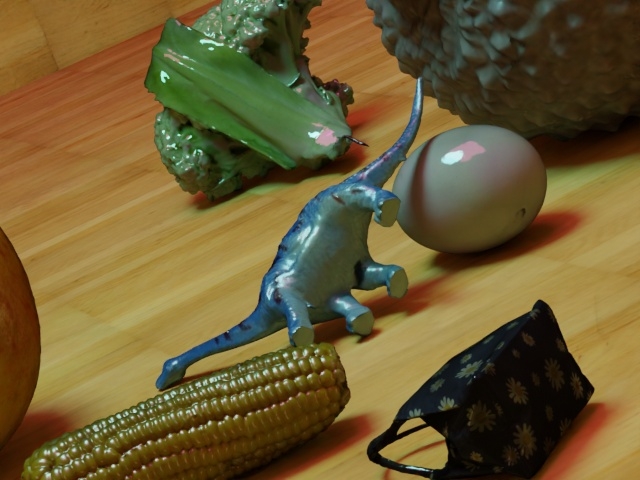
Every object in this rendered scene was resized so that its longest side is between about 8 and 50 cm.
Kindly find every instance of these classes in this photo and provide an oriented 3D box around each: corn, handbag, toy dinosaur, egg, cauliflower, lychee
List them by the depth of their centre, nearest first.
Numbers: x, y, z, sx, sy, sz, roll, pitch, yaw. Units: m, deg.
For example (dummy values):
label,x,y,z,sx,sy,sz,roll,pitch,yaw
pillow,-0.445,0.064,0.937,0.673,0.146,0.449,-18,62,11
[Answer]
label,x,y,z,sx,sy,sz,roll,pitch,yaw
handbag,0.085,0.108,1.196,0.139,0.072,0.115,-27,10,38
corn,-0.086,0.135,1.308,0.231,0.080,0.080,-21,14,-6
toy dinosaur,0.007,0.020,1.528,0.329,0.076,0.144,-50,37,0
egg,0.119,-0.041,1.586,0.135,0.103,0.103,-16,15,34
lychee,0.226,-0.277,1.790,0.432,0.380,0.380,-15,10,-26
cauliflower,-0.052,-0.146,2.125,0.256,0.239,0.315,-40,54,-19

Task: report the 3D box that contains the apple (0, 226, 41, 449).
label,x,y,z,sx,sy,sz,roll,pitch,yaw
apple,-0.372,0.063,1.497,0.299,0.275,0.299,-8,45,8
